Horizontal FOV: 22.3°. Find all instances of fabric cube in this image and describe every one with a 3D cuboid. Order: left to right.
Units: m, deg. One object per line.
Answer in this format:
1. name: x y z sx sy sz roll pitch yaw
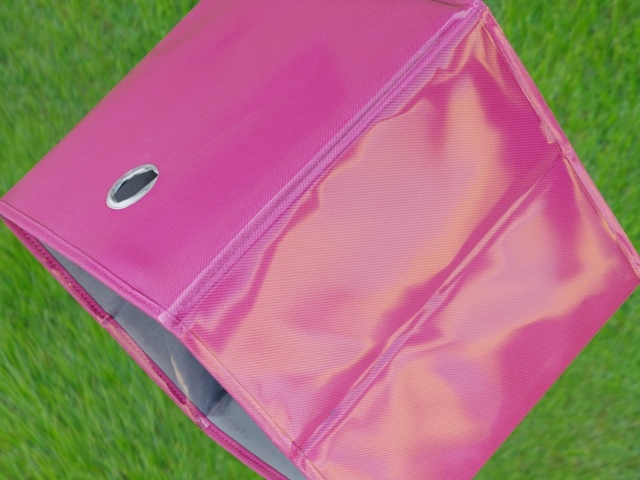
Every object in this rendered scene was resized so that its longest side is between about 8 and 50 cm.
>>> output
1. fabric cube: 0.000 0.000 1.039 0.258 0.254 0.259 -47 126 -11
